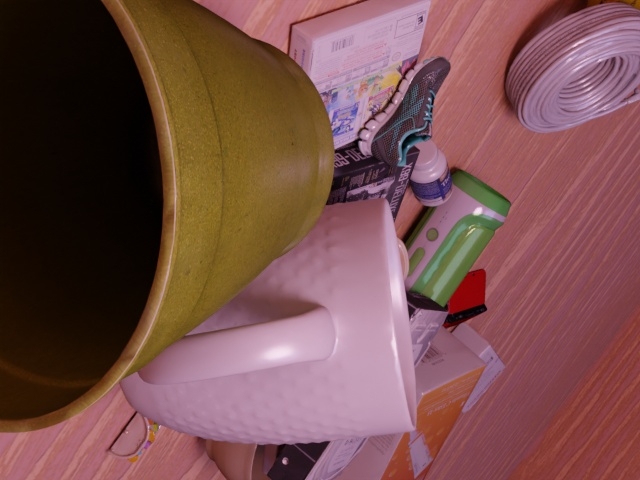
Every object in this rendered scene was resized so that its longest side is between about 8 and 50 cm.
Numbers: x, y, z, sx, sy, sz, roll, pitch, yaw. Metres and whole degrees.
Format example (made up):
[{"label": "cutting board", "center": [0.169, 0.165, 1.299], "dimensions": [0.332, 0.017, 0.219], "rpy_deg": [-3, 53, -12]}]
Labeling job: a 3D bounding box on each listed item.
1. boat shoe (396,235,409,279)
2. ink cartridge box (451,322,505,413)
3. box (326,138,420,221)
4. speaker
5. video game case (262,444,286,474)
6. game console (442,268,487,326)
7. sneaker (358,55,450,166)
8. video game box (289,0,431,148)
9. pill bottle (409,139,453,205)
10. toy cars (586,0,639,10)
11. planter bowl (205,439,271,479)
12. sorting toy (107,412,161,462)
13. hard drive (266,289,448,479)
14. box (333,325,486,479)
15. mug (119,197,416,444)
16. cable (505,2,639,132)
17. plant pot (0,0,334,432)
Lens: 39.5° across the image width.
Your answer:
[{"label": "boat shoe", "center": [0.087, 0.061, 1.334], "dimensions": [0.059, 0.063, 0.170], "rpy_deg": [-37, 150, -35]}, {"label": "ink cartridge box", "center": [0.326, 0.294, 2.030], "dimensions": [0.154, 0.093, 0.212], "rpy_deg": [-48, 148, -2]}, {"label": "box", "center": [0.000, 0.000, 1.289], "dimensions": [0.242, 0.076, 0.307], "rpy_deg": [-21, 140, -40]}, {"label": "speaker", "center": [0.201, 0.029, 1.539], "dimensions": [0.131, 0.131, 0.296], "rpy_deg": [13, 113, -57]}, {"label": "video game case", "center": [-0.007, 0.243, 1.472], "dimensions": [0.285, 0.025, 0.204], "rpy_deg": [-19, 118, -62]}, {"label": "game console", "center": [0.280, 0.129, 1.865], "dimensions": [0.144, 0.085, 0.124], "rpy_deg": [-9, 162, -48]}, {"label": "sneaker", "center": [0.127, -0.166, 1.182], "dimensions": [0.166, 0.076, 0.065], "rpy_deg": [-53, 152, 5]}, {"label": "video game box", "center": [0.043, -0.211, 1.139], "dimensions": [0.205, 0.048, 0.187], "rpy_deg": [-27, 142, -34]}, {"label": "pill bottle", "center": [0.168, -0.109, 1.397], "dimensions": [0.067, 0.067, 0.120], "rpy_deg": [-45, 150, -8]}, {"label": "toy cars", "center": [0.528, -0.383, 1.547], "dimensions": [0.176, 0.087, 0.393], "rpy_deg": [-27, 155, 12]}, {"label": "planter bowl", "center": [-0.116, 0.324, 1.440], "dimensions": [0.162, 0.109, 0.162], "rpy_deg": [-37, 133, -54]}, {"label": "sorting toy", "center": [-0.260, 0.286, 1.312], "dimensions": [0.083, 0.045, 0.075], "rpy_deg": [-53, 169, 6]}, {"label": "hard drive", "center": [0.069, 0.234, 1.394], "dimensions": [0.339, 0.064, 0.237], "rpy_deg": [-58, 161, 5]}, {"label": "box", "center": [0.147, 0.349, 1.781], "dimensions": [0.215, 0.168, 0.345], "rpy_deg": [-15, 135, -45]}, {"label": "mug", "center": [-0.072, 0.107, 1.017], "dimensions": [0.374, 0.328, 0.276], "rpy_deg": [-5, 87, -82]}, {"label": "cable", "center": [0.428, -0.281, 1.456], "dimensions": [0.257, 0.089, 0.257], "rpy_deg": [-26, 154, 6]}, {"label": "plant pot", "center": [-0.169, -0.068, 0.772], "dimensions": [0.353, 0.366, 0.366], "rpy_deg": [-17, 139, -61]}]
